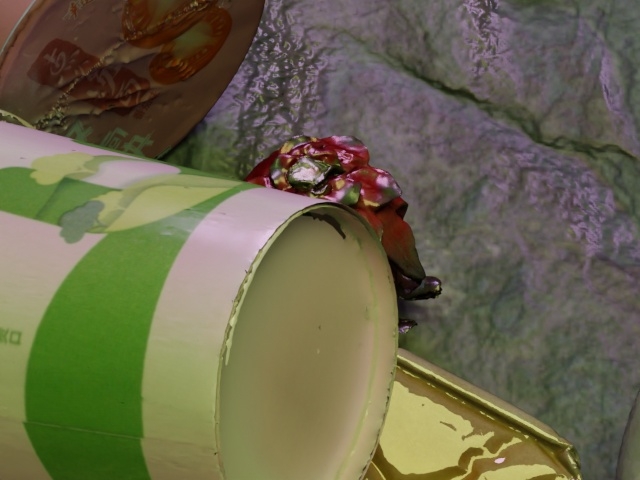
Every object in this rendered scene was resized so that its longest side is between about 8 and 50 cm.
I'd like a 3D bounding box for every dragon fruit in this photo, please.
[{"bbox_3d":[0.004,-0.001,1.242,0.130,0.121,0.142,-3,84,32],"label":"dragon fruit"}]

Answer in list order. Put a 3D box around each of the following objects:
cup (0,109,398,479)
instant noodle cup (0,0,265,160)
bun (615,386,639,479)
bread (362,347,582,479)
[{"bbox_3d":[-0.116,0.059,1.058,0.274,0.253,0.253,9,58,32],"label":"cup"},{"bbox_3d":[-0.197,-0.185,1.267,0.243,0.243,0.231,-37,63,-21],"label":"instant noodle cup"},{"bbox_3d":[0.323,0.157,1.150,0.293,0.187,0.293,-1,82,7],"label":"bun"},{"bbox_3d":[0.040,0.174,1.154,0.210,0.110,0.192,23,69,8],"label":"bread"}]
